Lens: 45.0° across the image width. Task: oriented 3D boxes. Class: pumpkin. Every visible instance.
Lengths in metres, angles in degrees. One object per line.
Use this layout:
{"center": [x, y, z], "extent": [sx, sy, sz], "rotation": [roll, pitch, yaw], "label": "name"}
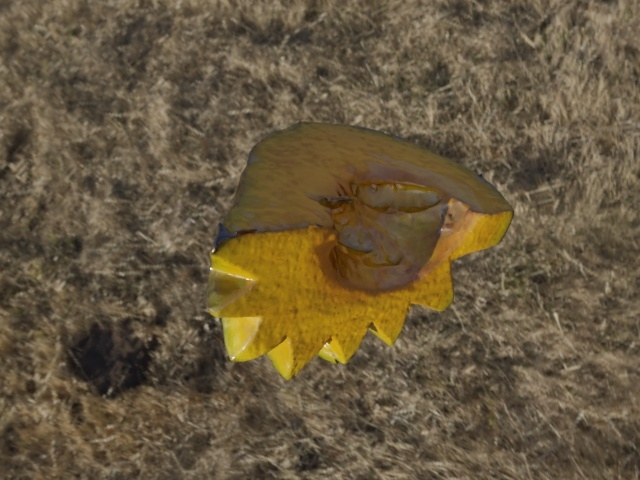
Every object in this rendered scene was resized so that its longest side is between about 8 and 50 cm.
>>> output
{"center": [0.000, 0.000, 0.586], "extent": [0.253, 0.131, 0.149], "rotation": [-9, 40, -33], "label": "pumpkin"}
